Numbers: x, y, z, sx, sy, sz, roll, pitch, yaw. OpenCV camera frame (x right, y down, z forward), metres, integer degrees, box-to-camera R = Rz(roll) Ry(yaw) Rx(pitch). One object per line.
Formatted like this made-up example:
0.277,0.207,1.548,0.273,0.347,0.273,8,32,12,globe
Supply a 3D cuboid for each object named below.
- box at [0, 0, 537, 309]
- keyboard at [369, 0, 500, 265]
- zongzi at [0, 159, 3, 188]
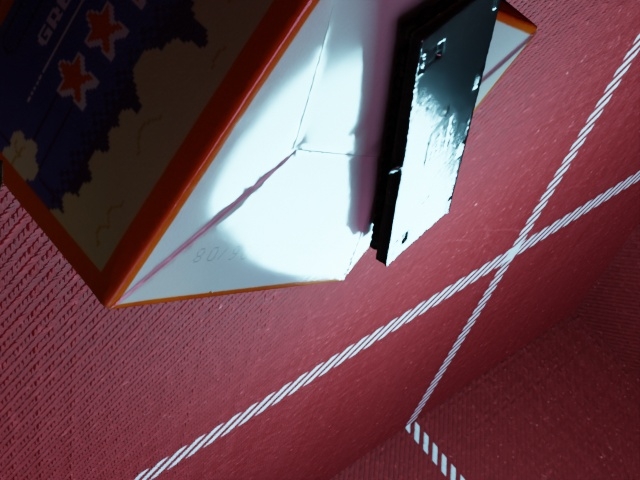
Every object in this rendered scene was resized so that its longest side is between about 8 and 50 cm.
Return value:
-0.059,-0.151,0.827,0.318,0.257,0.349,-52,156,23,box
0.087,-0.086,0.820,0.106,0.027,0.317,-39,158,-22,keyboard
-0.414,-0.123,0.538,0.447,0.418,0.181,-9,-162,35,zongzi
